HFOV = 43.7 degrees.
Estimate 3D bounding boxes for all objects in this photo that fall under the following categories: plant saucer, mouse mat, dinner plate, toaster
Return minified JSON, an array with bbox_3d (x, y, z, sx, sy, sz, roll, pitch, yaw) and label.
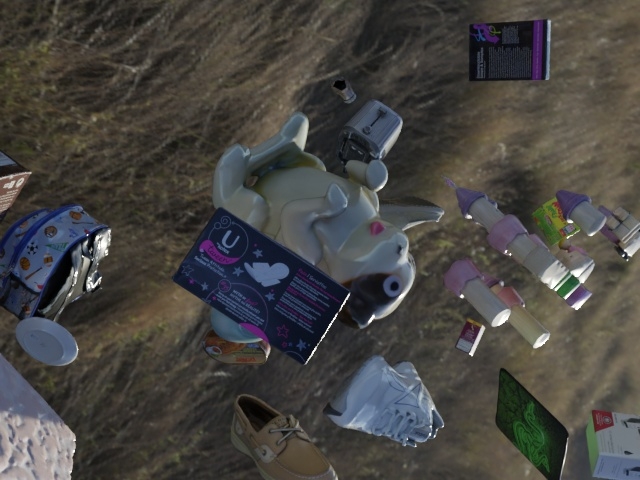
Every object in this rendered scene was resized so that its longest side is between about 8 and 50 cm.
[{"bbox_3d":[-0.120,0.144,1.587,0.195,0.037,0.195,-16,135,-17],"label":"plant saucer"},{"bbox_3d":[0.340,0.306,1.297,0.007,0.152,0.190,-30,139,-17],"label":"mouse mat"},{"bbox_3d":[-0.594,0.223,1.723,0.017,0.141,0.141,-71,164,-54],"label":"dinner plate"},{"bbox_3d":[0.131,-0.272,2.148,0.146,0.129,0.227,-50,170,-21],"label":"toaster"}]

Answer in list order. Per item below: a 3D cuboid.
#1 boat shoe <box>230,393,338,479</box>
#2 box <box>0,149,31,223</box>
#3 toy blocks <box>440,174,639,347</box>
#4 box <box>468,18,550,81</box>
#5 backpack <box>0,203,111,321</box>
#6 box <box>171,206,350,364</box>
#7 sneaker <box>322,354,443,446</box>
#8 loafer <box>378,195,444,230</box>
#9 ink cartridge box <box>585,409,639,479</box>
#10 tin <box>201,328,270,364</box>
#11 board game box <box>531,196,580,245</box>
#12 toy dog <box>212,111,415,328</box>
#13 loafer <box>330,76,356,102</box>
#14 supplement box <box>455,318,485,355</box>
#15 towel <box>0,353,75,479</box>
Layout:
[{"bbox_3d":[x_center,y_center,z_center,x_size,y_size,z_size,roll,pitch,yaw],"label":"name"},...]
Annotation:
[{"bbox_3d":[-0.092,0.436,1.723,0.121,0.341,0.110,-14,111,-38],"label":"boat shoe"},{"bbox_3d":[-0.765,-0.033,1.573,0.381,0.191,0.143,-55,178,15],"label":"box"},{"bbox_3d":[0.371,-0.010,1.462,0.309,0.260,0.288,-47,144,11],"label":"toy blocks"},{"bbox_3d":[0.375,-0.378,1.592,0.029,0.162,0.116,-20,112,-57],"label":"box"},{"bbox_3d":[-0.615,0.040,1.849,0.263,0.213,0.276,-50,-178,30],"label":"backpack"},{"bbox_3d":[-0.098,0.069,1.294,0.142,0.247,0.163,-56,-174,-5],"label":"box"},{"bbox_3d":[0.111,0.254,1.227,0.111,0.129,0.297,-51,153,16],"label":"sneaker"},{"bbox_3d":[0.231,-0.071,2.284,0.268,0.102,0.092,0,112,-26],"label":"loafer"},{"bbox_3d":[0.500,0.329,1.268,0.099,0.135,0.056,-75,168,-54],"label":"ink cartridge box"},{"bbox_3d":[-0.209,0.263,1.977,0.106,0.189,0.040,63,38,-30],"label":"tin"},{"bbox_3d":[0.548,-0.044,1.868,0.043,0.092,0.181,-32,172,3],"label":"board game box"},{"bbox_3d":[0.000,0.000,1.604,0.284,0.408,0.395,-29,147,-51],"label":"toy dog"},{"bbox_3d":[0.051,-0.381,1.965,0.045,0.125,0.039,-37,128,5],"label":"loafer"},{"bbox_3d":[0.384,0.248,2.048,0.083,0.043,0.055,-65,158,-3],"label":"supplement box"},{"bbox_3d":[-0.449,0.273,1.053,0.053,0.332,0.317,-30,117,4],"label":"towel"}]
